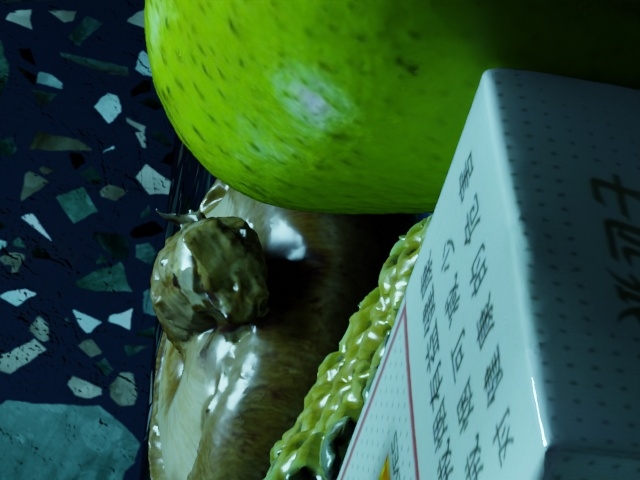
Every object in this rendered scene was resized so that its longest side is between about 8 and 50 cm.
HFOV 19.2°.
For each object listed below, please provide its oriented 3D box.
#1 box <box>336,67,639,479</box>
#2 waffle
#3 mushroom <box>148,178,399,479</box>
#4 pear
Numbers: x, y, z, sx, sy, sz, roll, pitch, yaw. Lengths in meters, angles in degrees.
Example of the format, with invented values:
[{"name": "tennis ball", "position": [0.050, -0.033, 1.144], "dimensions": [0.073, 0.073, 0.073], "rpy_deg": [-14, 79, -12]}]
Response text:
[{"name": "box", "position": [0.071, 0.124, 0.771], "dimensions": [0.210, 0.095, 0.330], "rpy_deg": [-92, 16, -50]}, {"name": "waffle", "position": [0.036, 0.073, 1.016], "dimensions": [0.204, 0.054, 0.223], "rpy_deg": [-58, 5, -16]}, {"name": "mushroom", "position": [-0.032, 0.070, 1.246], "dimensions": [0.278, 0.163, 0.297], "rpy_deg": [99, 176, -61]}, {"name": "pear", "position": [0.023, -0.152, 0.915], "dimensions": [0.318, 0.238, 0.342], "rpy_deg": [123, 156, -47]}]
